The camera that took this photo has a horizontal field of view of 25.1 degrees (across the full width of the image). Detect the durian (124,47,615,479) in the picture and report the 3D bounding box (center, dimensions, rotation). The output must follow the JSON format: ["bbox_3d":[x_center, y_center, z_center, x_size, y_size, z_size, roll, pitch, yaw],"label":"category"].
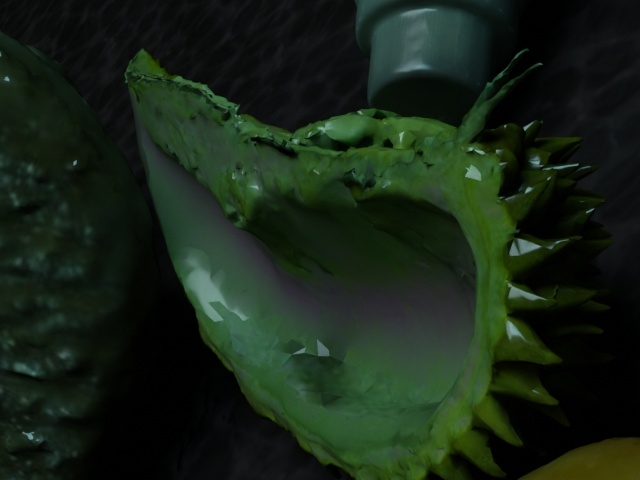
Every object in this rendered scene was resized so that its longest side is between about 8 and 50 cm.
[{"bbox_3d":[0.008,0.006,0.636,0.157,0.169,0.355,-54,28,-12],"label":"durian"}]

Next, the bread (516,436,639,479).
[{"bbox_3d":[0.089,0.179,0.353,0.195,0.142,0.270,-16,42,48],"label":"bread"}]

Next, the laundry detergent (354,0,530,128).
[{"bbox_3d":[0.073,-0.251,0.798,0.124,0.264,0.398,2,63,12],"label":"laundry detergent"}]

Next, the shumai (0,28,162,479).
[{"bbox_3d":[-0.256,0.022,0.873,0.323,0.324,0.397,-89,24,-70],"label":"shumai"}]
